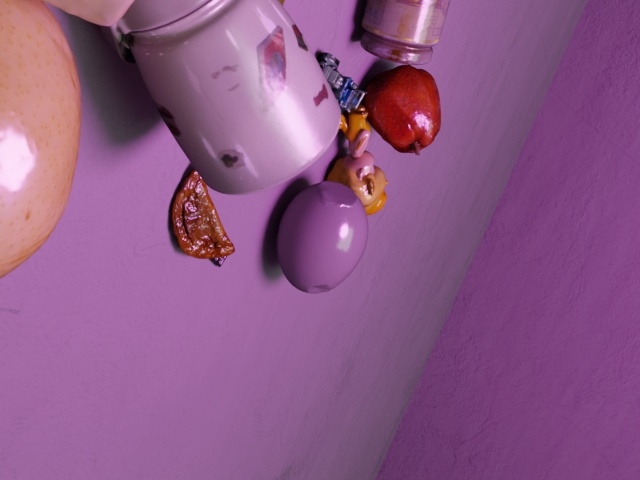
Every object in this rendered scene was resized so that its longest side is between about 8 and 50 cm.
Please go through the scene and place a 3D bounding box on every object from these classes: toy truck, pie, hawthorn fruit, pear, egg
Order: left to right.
[{"bbox_3d":[-0.347,-0.098,0.600,0.309,0.309,0.309,-45,151,-35],"label":"pear"},{"bbox_3d":[-0.201,-0.033,1.266,0.088,0.033,0.191,-37,134,-25],"label":"pie"},{"bbox_3d":[0.000,0.000,1.540,0.176,0.176,0.232,-22,139,-56],"label":"egg"},{"bbox_3d":[0.035,-0.280,1.447,0.080,0.078,0.154,-64,156,-3],"label":"toy truck"},{"bbox_3d":[0.170,-0.270,1.616,0.173,0.173,0.179,-33,111,-49],"label":"hawthorn fruit"}]

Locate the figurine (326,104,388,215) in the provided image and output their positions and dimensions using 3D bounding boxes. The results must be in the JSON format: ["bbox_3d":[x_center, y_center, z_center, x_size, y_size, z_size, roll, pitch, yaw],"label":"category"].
[{"bbox_3d":[0.075,-0.155,1.622,0.156,0.131,0.246,-105,-171,-64],"label":"figurine"}]

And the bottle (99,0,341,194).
[{"bbox_3d":[-0.141,-0.245,0.944,0.229,0.229,0.352,-52,132,-23],"label":"bottle"}]

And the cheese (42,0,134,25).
[{"bbox_3d":[-0.229,-0.312,0.558,0.124,0.265,0.243,-34,-139,43],"label":"cheese"}]

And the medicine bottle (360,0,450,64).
[{"bbox_3d":[0.175,-0.495,1.419,0.151,0.151,0.323,-29,139,-52],"label":"medicine bottle"}]

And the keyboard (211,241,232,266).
[{"bbox_3d":[-0.189,-0.002,1.357,0.053,0.010,0.155,-59,156,-13],"label":"keyboard"}]

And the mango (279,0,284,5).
[{"bbox_3d":[-0.091,-0.393,1.064,0.137,0.091,0.237,-50,159,-15],"label":"mango"}]
